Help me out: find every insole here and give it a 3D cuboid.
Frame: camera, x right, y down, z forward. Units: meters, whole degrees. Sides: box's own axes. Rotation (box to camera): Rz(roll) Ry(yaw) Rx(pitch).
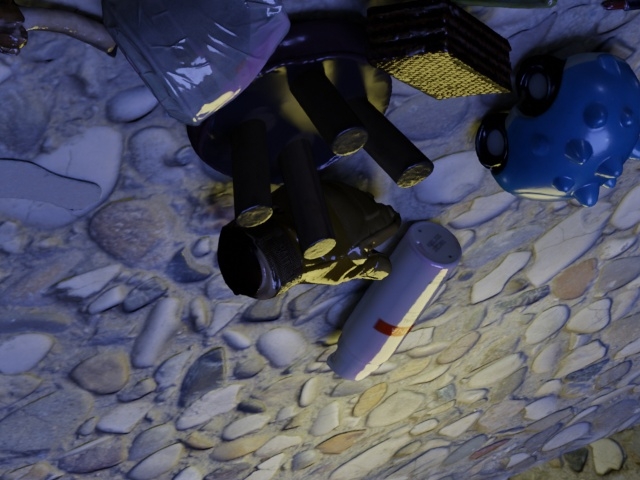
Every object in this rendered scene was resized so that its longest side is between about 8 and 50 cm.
[{"bbox_3d":[-0.347,-0.068,1.543,0.197,0.004,0.065,12,132,-47],"label":"insole"}]

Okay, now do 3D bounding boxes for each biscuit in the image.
[{"bbox_3d":[0.149,-0.229,1.540,0.106,0.070,0.252,-3,174,26],"label":"biscuit"}]

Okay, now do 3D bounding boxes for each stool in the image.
[{"bbox_3d":[-0.013,-0.121,1.546,0.272,0.178,0.272,-19,150,-11],"label":"stool"}]

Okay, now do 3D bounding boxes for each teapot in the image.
[{"bbox_3d":[-0.112,-0.214,1.348,0.178,0.163,0.221,-36,148,-3],"label":"teapot"}]

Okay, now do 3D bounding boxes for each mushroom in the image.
[{"bbox_3d":[-0.277,-0.217,1.322,0.187,0.061,0.060,3,134,-46],"label":"mushroom"}]

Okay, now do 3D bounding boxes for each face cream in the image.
[{"bbox_3d":[0.113,0.113,2.080,0.102,0.102,0.345,-5,143,-32],"label":"face cream"}]

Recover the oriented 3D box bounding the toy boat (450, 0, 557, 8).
[{"bbox_3d":[0.180,-0.331,1.474,0.276,0.084,0.111,-5,141,-37],"label":"toy boat"}]

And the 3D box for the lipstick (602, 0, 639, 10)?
[{"bbox_3d":[0.434,-0.325,1.728,0.107,0.025,0.025,-9,145,-17],"label":"lipstick"}]

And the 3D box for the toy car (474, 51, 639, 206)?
[{"bbox_3d":[0.355,-0.143,1.787,0.188,0.190,0.255,-4,145,-35],"label":"toy car"}]

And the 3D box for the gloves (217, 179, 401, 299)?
[{"bbox_3d":[0.003,-0.012,1.742,0.331,0.154,0.141,-21,137,-46],"label":"gloves"}]
